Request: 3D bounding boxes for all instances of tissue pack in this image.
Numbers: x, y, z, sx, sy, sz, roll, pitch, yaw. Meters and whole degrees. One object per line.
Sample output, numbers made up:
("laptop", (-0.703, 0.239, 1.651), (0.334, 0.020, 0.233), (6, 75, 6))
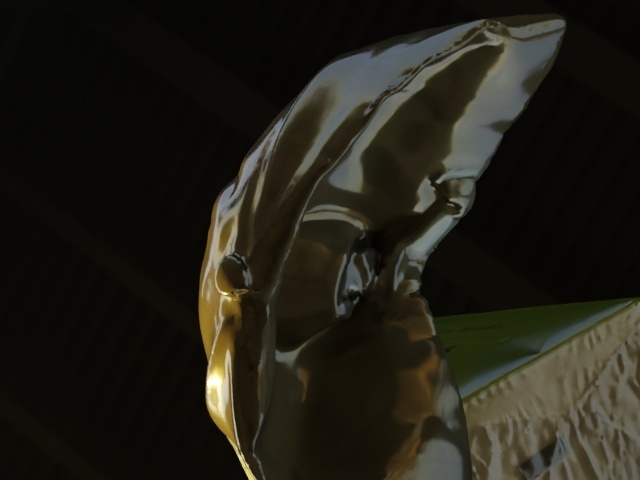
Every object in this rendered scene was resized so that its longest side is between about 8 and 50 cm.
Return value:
("tissue pack", (0.098, 0.149, 1.066), (0.275, 0.200, 0.167), (-14, -79, 61))

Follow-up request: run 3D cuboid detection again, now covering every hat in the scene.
("hat", (0.000, 0.000, 0.526), (0.173, 0.144, 0.166), (16, -84, 60))
